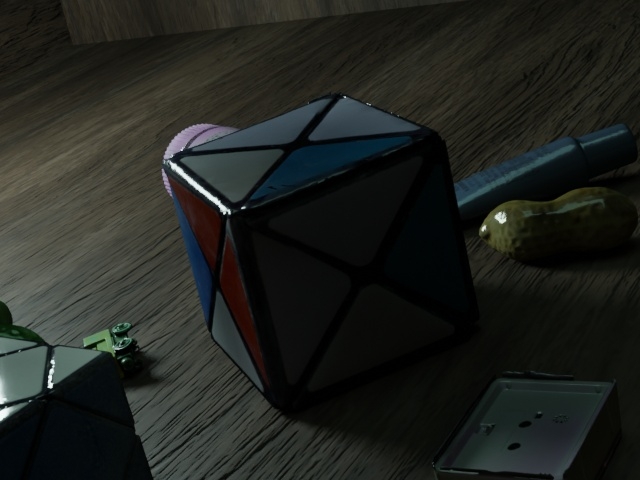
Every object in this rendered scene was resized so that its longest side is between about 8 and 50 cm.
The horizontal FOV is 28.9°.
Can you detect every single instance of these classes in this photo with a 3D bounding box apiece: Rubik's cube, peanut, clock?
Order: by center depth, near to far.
[{"bbox_3d":[0.219,0.213,1.286,0.147,0.071,0.192,-1,23,30],"label":"clock"},{"bbox_3d":[-0.334,0.244,1.358,0.207,0.205,0.205,4,26,36],"label":"Rubik's cube"},{"bbox_3d":[0.000,0.000,1.649,0.310,0.305,0.307,-20,22,-19],"label":"Rubik's cube"},{"bbox_3d":[0.343,-0.023,1.801,0.229,0.098,0.103,-7,-20,14],"label":"peanut"}]

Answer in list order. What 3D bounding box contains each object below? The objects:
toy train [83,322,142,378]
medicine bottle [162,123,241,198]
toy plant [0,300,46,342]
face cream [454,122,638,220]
[{"bbox_3d":[-0.299,0.160,1.782,0.081,0.050,0.122,-20,22,-6],"label":"toy train"},{"bbox_3d":[-0.149,-0.109,2.210,0.178,0.178,0.291,-23,23,-26],"label":"medicine bottle"},{"bbox_3d":[-0.593,0.141,1.803,0.356,0.210,0.317,-10,15,-29],"label":"toy plant"},{"bbox_3d":[0.328,-0.098,2.030,0.385,0.086,0.135,-20,18,-2],"label":"face cream"}]
